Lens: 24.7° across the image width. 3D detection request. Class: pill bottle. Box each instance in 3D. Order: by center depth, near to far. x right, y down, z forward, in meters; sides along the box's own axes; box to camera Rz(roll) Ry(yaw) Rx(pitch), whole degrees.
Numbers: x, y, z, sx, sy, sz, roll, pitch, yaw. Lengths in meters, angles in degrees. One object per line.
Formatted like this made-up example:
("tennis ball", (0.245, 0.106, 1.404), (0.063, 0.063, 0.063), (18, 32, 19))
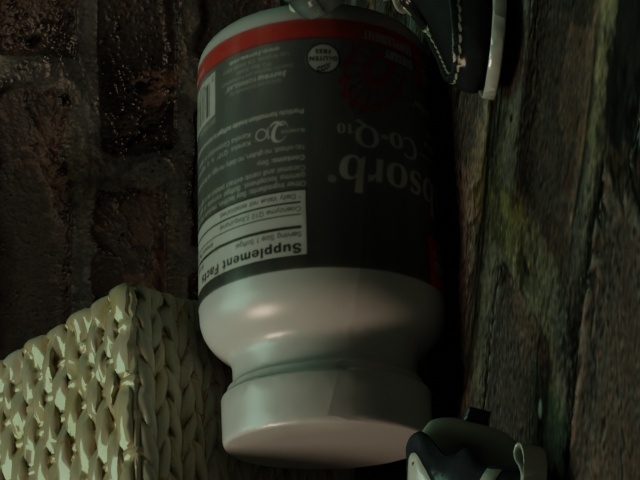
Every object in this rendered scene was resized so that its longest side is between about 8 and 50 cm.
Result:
("pill bottle", (0.000, 0.000, 1.251), (0.210, 0.210, 0.362), (108, 161, -67))

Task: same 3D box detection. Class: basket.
("basket", (-0.165, 0.252, 1.333), (0.328, 0.266, 0.331), (-30, 50, 33))

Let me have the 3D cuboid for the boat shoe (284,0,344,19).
("boat shoe", (0.025, -0.257, 1.274), (0.099, 0.116, 0.319), (59, -156, -5))

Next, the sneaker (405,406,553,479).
("sneaker", (0.083, 0.189, 0.949), (0.235, 0.094, 0.153), (138, 141, -65))

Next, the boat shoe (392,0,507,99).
("boat shoe", (0.079, -0.216, 1.105), (0.302, 0.091, 0.114), (-97, 10, -48))

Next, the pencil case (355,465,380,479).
("pencil case", (0.007, 0.141, 1.505), (0.119, 0.133, 0.306), (-117, 26, -61))
